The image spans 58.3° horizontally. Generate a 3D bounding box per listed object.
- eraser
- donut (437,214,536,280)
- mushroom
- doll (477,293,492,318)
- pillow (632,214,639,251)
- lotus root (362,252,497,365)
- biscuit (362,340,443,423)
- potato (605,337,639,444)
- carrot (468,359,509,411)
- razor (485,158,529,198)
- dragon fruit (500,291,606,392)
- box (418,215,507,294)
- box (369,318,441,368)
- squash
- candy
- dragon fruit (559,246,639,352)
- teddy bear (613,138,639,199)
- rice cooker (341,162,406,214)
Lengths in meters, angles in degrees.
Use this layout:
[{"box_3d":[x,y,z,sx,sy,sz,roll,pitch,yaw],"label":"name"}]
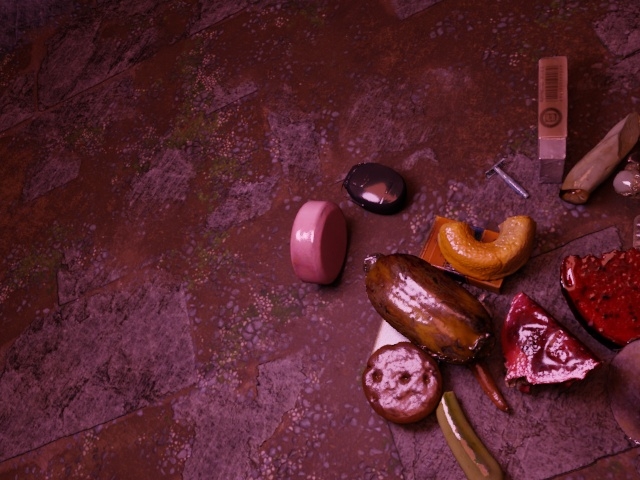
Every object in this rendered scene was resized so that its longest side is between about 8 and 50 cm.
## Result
[{"box_3d":[0.653,-0.341,1.621,0.078,0.144,0.343,2,66,20],"label":"eraser"},{"box_3d":[0.437,0.022,1.489,0.259,0.101,0.152,-7,70,13],"label":"donut"},{"box_3d":[0.765,-0.224,1.542,0.087,0.107,0.333,45,85,-4],"label":"mushroom"},{"box_3d":[0.405,0.200,1.496,0.084,0.073,0.127,0,69,12],"label":"doll"},{"box_3d":[0.899,-0.006,1.427,0.218,0.033,0.130,5,67,24],"label":"pillow"},{"box_3d":[0.262,0.161,1.455,0.196,0.179,0.397,-48,57,-5],"label":"lotus root"},{"box_3d":[0.207,0.361,1.465,0.212,0.036,0.212,-9,65,19],"label":"biscuit"},{"box_3d":[0.730,0.312,1.294,0.100,0.261,0.120,-9,20,-28],"label":"potato"},{"box_3d":[0.411,0.345,1.441,0.047,0.047,0.191,-29,60,6],"label":"carrot"},{"box_3d":[0.546,-0.168,1.647,0.068,0.040,0.135,-39,65,1],"label":"razor"},{"box_3d":[0.532,0.280,1.390,0.211,0.134,0.262,-43,42,11],"label":"dragon fruit"},{"box_3d":[0.405,0.037,1.580,0.237,0.070,0.152,17,73,29],"label":"box"},{"box_3d":[0.250,0.268,1.541,0.211,0.045,0.270,10,69,25],"label":"box"},{"box_3d":[0.352,0.489,1.379,0.083,0.083,0.250,-32,55,5],"label":"squash"},{"box_3d":[0.000,0.000,1.656,0.094,0.255,0.255,4,67,24],"label":"candy"},{"box_3d":[0.747,0.151,1.363,0.344,0.100,0.282,-4,82,10],"label":"dragon fruit"},{"box_3d":[0.903,-0.201,1.450,0.267,0.156,0.256,3,66,36],"label":"teddy bear"},{"box_3d":[0.165,-0.156,1.736,0.203,0.118,0.142,25,77,29],"label":"rice cooker"}]
